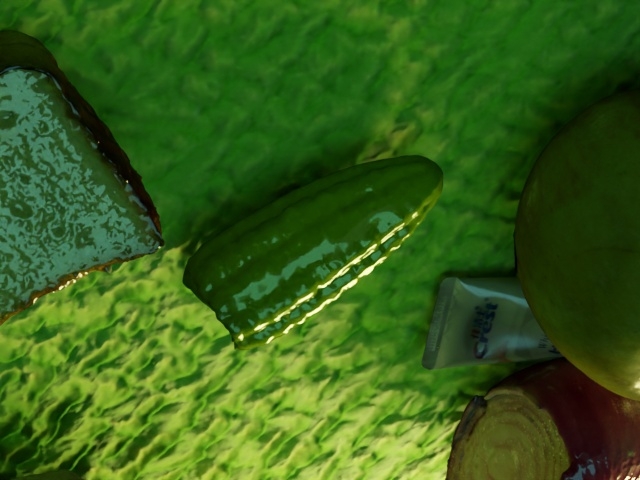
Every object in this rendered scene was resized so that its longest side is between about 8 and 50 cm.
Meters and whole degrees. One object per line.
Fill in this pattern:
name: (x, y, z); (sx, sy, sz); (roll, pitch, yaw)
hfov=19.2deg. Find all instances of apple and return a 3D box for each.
apple: (0.274, 0.005, 1.487); (0.261, 0.194, 0.261); (-12, 137, -12)

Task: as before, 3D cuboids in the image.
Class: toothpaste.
toothpaste: (0.245, 0.063, 1.639); (0.323, 0.066, 0.100); (-2, 128, -18)

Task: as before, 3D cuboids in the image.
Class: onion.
onion: (0.223, 0.199, 1.691); (0.200, 0.200, 0.207); (-7, 105, -21)

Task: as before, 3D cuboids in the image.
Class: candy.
candy: (0.000, 0.000, 1.418); (0.209, 0.097, 0.097); (-32, 139, 1)

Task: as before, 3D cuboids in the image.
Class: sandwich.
sandwich: (-0.235, -0.020, 1.259); (0.215, 0.065, 0.186); (-32, 119, 5)

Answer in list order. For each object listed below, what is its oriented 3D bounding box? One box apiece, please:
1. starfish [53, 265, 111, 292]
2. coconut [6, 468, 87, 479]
starfish: (-0.233, -0.005, 1.334); (0.208, 0.053, 0.176); (-25, 130, -11)
coconut: (-0.197, 0.361, 1.506); (0.415, 0.344, 0.415); (-16, 123, -27)
